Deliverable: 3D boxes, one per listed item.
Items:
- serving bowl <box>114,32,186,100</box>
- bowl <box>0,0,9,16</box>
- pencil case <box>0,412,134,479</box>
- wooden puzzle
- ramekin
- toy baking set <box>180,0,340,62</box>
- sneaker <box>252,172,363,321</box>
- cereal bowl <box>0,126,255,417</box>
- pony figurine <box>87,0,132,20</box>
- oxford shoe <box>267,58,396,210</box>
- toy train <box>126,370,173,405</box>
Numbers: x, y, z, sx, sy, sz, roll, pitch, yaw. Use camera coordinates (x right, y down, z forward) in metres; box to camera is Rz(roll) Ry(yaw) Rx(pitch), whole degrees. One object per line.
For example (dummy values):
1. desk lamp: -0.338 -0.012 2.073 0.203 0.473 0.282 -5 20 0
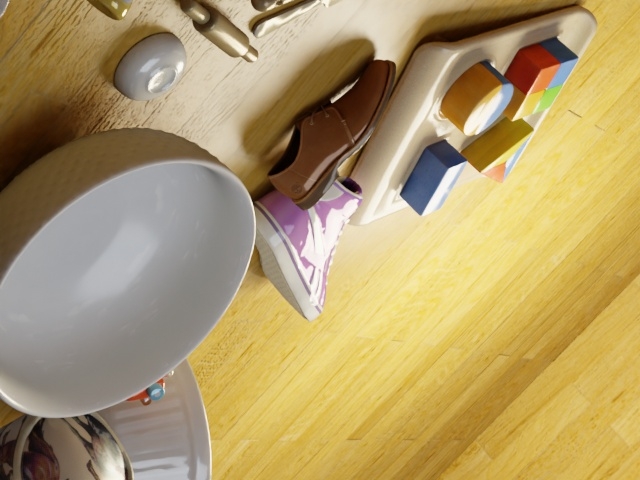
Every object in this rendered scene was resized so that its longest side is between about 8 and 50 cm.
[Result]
1. serving bowl: -0.170 -0.173 1.551 0.083 0.027 0.083 -31 153 -18
2. bowl: -0.317 -0.229 1.219 0.142 0.053 0.142 -21 149 -38
3. pencil case: -0.393 0.335 1.762 0.410 0.183 0.160 -30 180 37
4. wooden puzzle: 0.215 -0.157 2.067 0.348 0.080 0.322 -17 146 -41
5. ramekin: -0.251 0.242 1.861 0.127 0.273 0.273 -8 141 -30
6. toy baking set: -0.039 -0.268 1.578 0.197 0.030 0.256 -42 155 3
7. sneaker: 0.001 0.001 2.002 0.161 0.102 0.282 -39 156 -12
8. cereal bowl: -0.242 0.017 1.597 0.339 0.141 0.339 -29 142 -26
9. pony figurine: -0.095 -0.346 1.108 0.363 0.303 0.351 -55 -176 -6
10. oxford shoe: 0.015 -0.141 1.830 0.076 0.076 0.212 35 92 -22
11. toy train: -0.252 0.151 1.746 0.125 0.166 0.046 -15 127 -29
